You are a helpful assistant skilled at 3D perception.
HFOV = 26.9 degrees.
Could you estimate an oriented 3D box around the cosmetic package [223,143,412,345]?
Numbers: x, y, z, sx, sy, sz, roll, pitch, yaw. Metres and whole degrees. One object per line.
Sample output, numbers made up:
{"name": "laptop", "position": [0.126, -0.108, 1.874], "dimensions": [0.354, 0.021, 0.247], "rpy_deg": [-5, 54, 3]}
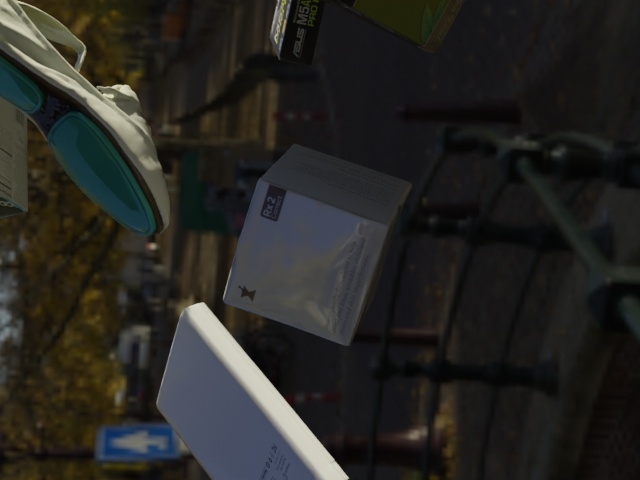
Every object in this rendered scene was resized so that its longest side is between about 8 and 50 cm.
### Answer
{"name": "cosmetic package", "position": [0.000, 0.000, 1.497], "dimensions": [0.183, 0.151, 0.151], "rpy_deg": [-57, -15, -69]}

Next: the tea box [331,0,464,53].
{"name": "tea box", "position": [-0.015, -0.396, 1.461], "dimensions": [0.323, 0.329, 0.220], "rpy_deg": [14, -73, -59]}

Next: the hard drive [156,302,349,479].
{"name": "hard drive", "position": [-0.107, 0.289, 1.933], "dimensions": [0.353, 0.047, 0.233], "rpy_deg": [47, 138, 28]}

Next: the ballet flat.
{"name": "ballet flat", "position": [-0.310, -0.181, 1.675], "dimensions": [0.139, 0.400, 0.139], "rpy_deg": [-43, 12, 12]}

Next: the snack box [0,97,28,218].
{"name": "snack box", "position": [-0.563, -0.176, 2.086], "dimensions": [0.322, 0.060, 0.187], "rpy_deg": [44, -142, -62]}

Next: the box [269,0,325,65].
{"name": "box", "position": [-0.025, -0.452, 2.293], "dimensions": [0.216, 0.060, 0.270], "rpy_deg": [-110, 31, -69]}
